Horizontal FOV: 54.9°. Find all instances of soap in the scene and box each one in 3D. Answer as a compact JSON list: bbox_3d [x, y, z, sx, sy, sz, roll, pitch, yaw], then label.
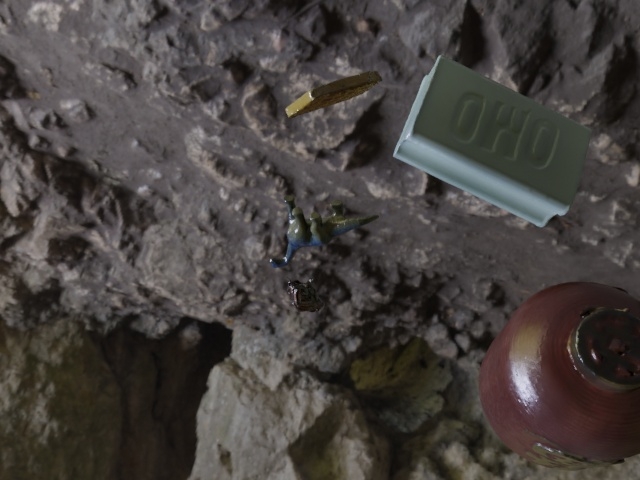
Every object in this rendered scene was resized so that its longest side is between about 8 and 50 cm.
[{"bbox_3d":[0.264,-0.150,0.941,0.266,0.159,0.087,25,159,-5],"label":"soap"}]

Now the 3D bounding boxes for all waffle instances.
[{"bbox_3d":[0.023,-0.210,0.876,0.135,0.021,0.092,-25,-176,-27],"label":"waffle"}]

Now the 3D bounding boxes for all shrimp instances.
[{"bbox_3d":[-0.045,0.146,1.658,0.073,0.074,0.190,-18,139,15],"label":"shrimp"}]

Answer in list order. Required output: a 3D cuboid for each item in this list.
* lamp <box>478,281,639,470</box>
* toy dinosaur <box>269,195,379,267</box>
[{"bbox_3d":[0.259,0.143,0.622,0.180,0.180,0.258,13,157,11],"label":"lamp"},{"bbox_3d":[0.000,0.000,1.277,0.248,0.075,0.188,3,133,13],"label":"toy dinosaur"}]
